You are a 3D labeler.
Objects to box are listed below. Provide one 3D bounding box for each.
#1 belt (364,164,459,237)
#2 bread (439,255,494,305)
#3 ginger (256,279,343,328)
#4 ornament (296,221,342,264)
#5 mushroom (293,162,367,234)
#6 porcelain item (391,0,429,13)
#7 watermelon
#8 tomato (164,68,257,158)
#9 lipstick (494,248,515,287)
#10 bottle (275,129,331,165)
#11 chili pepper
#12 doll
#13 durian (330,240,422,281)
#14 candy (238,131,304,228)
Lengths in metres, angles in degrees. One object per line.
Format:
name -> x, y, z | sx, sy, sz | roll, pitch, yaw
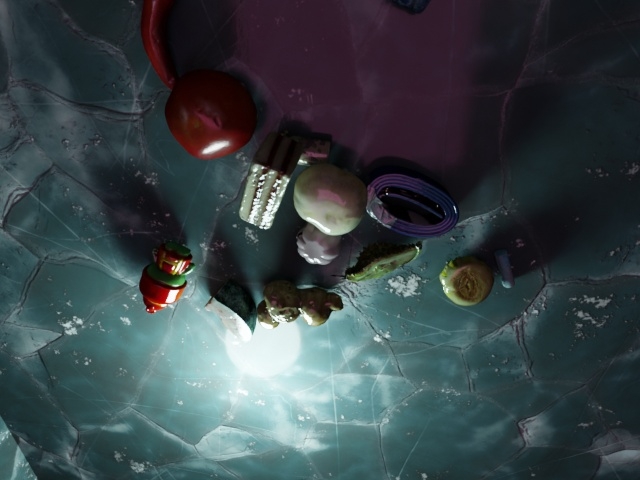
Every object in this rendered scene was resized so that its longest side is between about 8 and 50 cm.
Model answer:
belt -> 0.320, -0.137, 1.450 | 0.347, 0.117, 0.212 | 20, 116, -7
bread -> 0.574, 0.153, 1.582 | 0.213, 0.105, 0.213 | 2, 114, 4
ginger -> -0.091, 0.270, 1.675 | 0.375, 0.176, 0.256 | -1, 135, 4
ornament -> 0.000, 0.000, 1.535 | 0.177, 0.177, 0.177 | 2, 118, 4
mushroom -> 0.039, -0.155, 1.397 | 0.254, 0.234, 0.260 | -5, 123, 13
porcelain item -> 0.271, -0.728, 1.126 | 0.114, 0.147, 0.147 | 22, 117, -5
watermelon -> -0.381, 0.301, 1.755 | 0.226, 0.148, 0.318 | 2, 133, 24
tomato -> -0.360, -0.399, 1.313 | 0.298, 0.226, 0.298 | 1, 120, 2
lipstick -> 0.724, 0.111, 1.579 | 0.048, 0.048, 0.158 | -19, 114, 14
bottle -> -0.071, -0.320, 1.399 | 0.209, 0.097, 0.110 | 10, 102, 0
chili pepper -> -0.497, -0.659, 1.279 | 0.137, 0.092, 0.368 | 1, 126, -16
doll -> -0.655, 0.175, 1.674 | 0.182, 0.160, 0.363 | 24, 118, -15
durian -> 0.220, 0.079, 1.573 | 0.375, 0.106, 0.132 | -23, 115, 15
candy -> -0.175, -0.197, 1.363 | 0.135, 0.179, 0.320 | 24, 144, -8
